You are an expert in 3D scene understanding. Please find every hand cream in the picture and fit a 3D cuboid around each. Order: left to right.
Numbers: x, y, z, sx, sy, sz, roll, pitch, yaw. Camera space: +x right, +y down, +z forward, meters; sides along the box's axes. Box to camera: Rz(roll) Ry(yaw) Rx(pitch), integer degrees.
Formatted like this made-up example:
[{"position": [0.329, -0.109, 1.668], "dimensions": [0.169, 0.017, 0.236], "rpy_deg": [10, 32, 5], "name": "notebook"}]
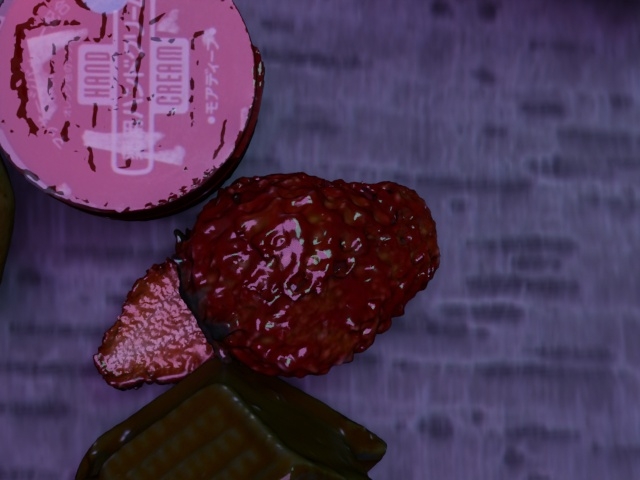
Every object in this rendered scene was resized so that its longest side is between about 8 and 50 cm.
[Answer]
[{"position": [-0.161, -0.126, 1.042], "dimensions": [0.230, 0.149, 0.230], "rpy_deg": [0, 87, -5], "name": "hand cream"}]

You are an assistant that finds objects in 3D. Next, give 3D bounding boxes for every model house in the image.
[{"position": [-0.088, 0.214, 0.969], "dimensions": [0.268, 0.239, 0.173], "rpy_deg": [-39, 98, 1], "name": "model house"}]

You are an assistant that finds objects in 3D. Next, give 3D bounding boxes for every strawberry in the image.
[{"position": [-0.127, 0.070, 1.078], "dimensions": [0.152, 0.048, 0.104], "rpy_deg": [-31, 93, -1], "name": "strawberry"}, {"position": [0.000, 0.000, 1.024], "dimensions": [0.237, 0.111, 0.190], "rpy_deg": [-20, 61, -22], "name": "strawberry"}]

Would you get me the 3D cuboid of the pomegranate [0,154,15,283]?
[{"position": [-0.379, -0.020, 0.982], "dimensions": [0.252, 0.270, 0.229], "rpy_deg": [5, 92, -32], "name": "pomegranate"}]
